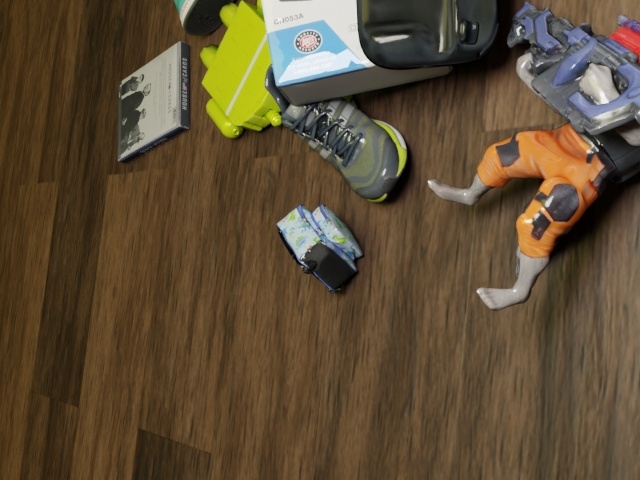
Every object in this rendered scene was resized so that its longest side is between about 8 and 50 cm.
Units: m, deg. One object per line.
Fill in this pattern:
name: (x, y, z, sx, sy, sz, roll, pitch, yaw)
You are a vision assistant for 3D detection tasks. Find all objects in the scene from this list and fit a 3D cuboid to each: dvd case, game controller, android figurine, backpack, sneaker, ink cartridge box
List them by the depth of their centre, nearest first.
game controller: (0.120, -0.361, 0.970, 0.166, 0.067, 0.319, -3, 86, 18)
ink cartridge box: (0.033, -0.355, 1.069, 0.223, 0.129, 0.308, -11, 85, 9)
backpack: (0.000, 0.000, 1.174, 0.084, 0.105, 0.114, -43, 48, 5)
sneaker: (0.011, -0.157, 1.175, 0.300, 0.121, 0.111, 50, 119, 41)
android figurine: (-0.117, -0.292, 1.397, 0.273, 0.056, 0.248, 49, 118, 42)
sneaker: (-0.184, -0.533, 1.479, 0.295, 0.123, 0.178, -43, 62, 36)
dvd case: (-0.339, -0.274, 1.662, 0.238, 0.029, 0.179, -17, 70, 45)

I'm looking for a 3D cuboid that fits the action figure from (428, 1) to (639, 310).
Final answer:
action figure: (0.274, -0.121, 0.893, 0.330, 0.178, 0.341, -44, 25, 25)
